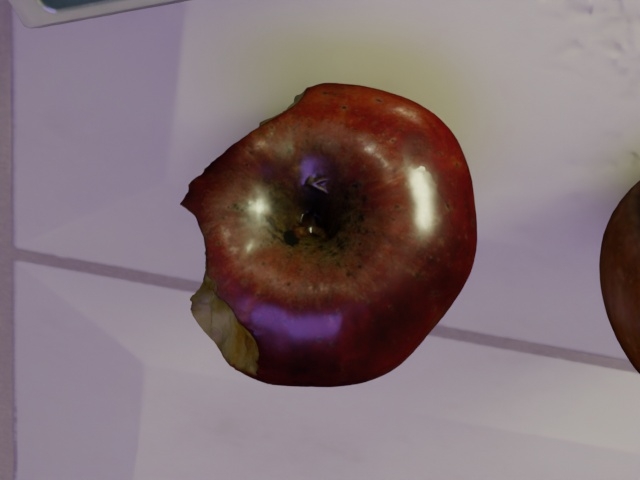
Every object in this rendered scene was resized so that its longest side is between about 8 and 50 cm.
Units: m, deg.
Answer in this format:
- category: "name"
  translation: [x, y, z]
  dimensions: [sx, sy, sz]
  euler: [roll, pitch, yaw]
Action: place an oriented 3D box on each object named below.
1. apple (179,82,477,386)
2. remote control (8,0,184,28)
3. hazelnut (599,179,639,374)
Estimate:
- category: "apple"
  translation: [0.007, 0.001, 0.873]
  dimensions: [0.147, 0.156, 0.158]
  euler: [7, 170, 3]
- category: "remote control"
  translation: [-0.030, -0.164, 0.745]
  dimensions: [0.277, 0.055, 0.103]
  euler: [-8, 138, 19]
- category: "hazelnut"
  translation: [0.224, 0.017, 0.873]
  dimensions: [0.154, 0.143, 0.143]
  euler: [-13, 137, 14]
